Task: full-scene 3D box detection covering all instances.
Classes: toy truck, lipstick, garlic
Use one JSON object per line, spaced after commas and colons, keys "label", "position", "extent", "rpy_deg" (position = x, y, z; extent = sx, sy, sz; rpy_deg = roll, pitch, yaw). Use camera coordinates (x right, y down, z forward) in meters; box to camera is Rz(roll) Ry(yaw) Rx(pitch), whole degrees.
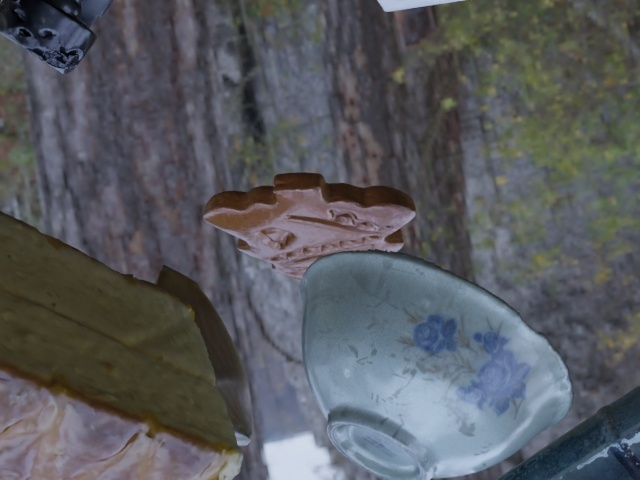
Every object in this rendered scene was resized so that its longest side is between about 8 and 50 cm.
{"label": "toy truck", "position": [-0.228, -0.234, 0.867], "extent": [0.147, 0.165, 0.224], "rpy_deg": [-56, 159, 1]}
{"label": "lipstick", "position": [0.306, 0.231, 1.299], "extent": [0.290, 0.076, 0.077], "rpy_deg": [-36, -160, 16]}
{"label": "garlic", "position": [-0.181, 0.160, 1.686], "extent": [0.143, 0.318, 0.112], "rpy_deg": [17, 130, -37]}

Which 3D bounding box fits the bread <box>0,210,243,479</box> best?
{"label": "bread", "position": [-0.249, 0.144, 0.873], "extent": [0.279, 0.207, 0.279], "rpy_deg": [33, 107, -36]}

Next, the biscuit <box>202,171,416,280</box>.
{"label": "biscuit", "position": [0.000, 0.000, 1.659], "extent": [0.284, 0.043, 0.306], "rpy_deg": [-3, 152, 12]}

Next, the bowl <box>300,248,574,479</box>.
{"label": "bowl", "position": [0.088, 0.161, 1.251], "extent": [0.313, 0.313, 0.146], "rpy_deg": [-21, -148, 53]}

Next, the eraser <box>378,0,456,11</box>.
{"label": "eraser", "position": [0.179, -0.309, 1.282], "extent": [0.298, 0.076, 0.078], "rpy_deg": [2, -133, 45]}
